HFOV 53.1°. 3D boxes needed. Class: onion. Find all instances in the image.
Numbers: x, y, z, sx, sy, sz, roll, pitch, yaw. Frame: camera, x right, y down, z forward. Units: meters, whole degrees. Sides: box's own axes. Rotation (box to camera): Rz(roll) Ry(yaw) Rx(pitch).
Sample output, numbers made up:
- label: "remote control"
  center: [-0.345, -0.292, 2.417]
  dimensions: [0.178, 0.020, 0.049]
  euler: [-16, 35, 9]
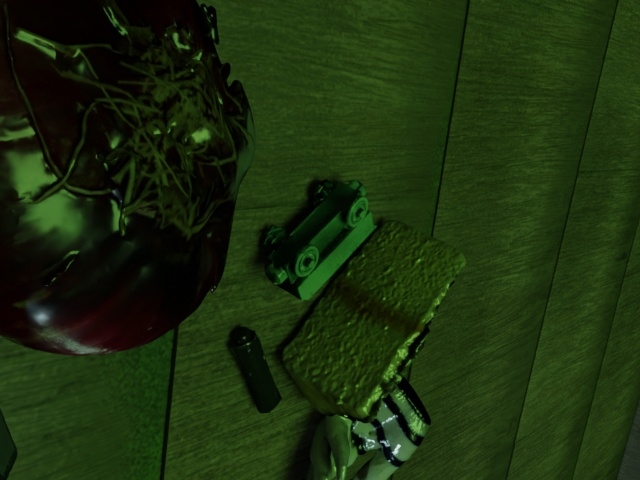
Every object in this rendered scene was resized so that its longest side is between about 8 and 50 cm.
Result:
- label: "onion"
  center: [-0.178, -0.077, 0.444]
  dimensions: [0.314, 0.232, 0.314]
  euler: [-6, 90, -72]

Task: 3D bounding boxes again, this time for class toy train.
- label: "toy train"
  center: [0.000, 0.000, 0.782]
  dimensions: [0.172, 0.070, 0.099]
  euler: [-45, 144, -24]

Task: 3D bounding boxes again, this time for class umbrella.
- label: "umbrella"
  center: [-0.078, 0.160, 0.790]
  dimensions: [0.036, 0.031, 0.133]
  euler: [-64, 147, -48]

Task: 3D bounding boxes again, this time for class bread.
- label: "bread"
  center: [0.066, 0.105, 0.861]
  dimensions: [0.266, 0.142, 0.178]
  euler: [-49, 176, -23]

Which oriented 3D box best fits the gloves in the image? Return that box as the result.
- label: "gloves"
  center: [0.047, 0.290, 0.926]
  dimensions: [0.219, 0.131, 0.140]
  euler: [-36, 139, 9]

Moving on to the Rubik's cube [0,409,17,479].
- label: "Rubik's cube"
  center: [-0.330, 0.128, 0.326]
  dimensions: [0.319, 0.319, 0.264]
  euler: [-20, 145, -41]
